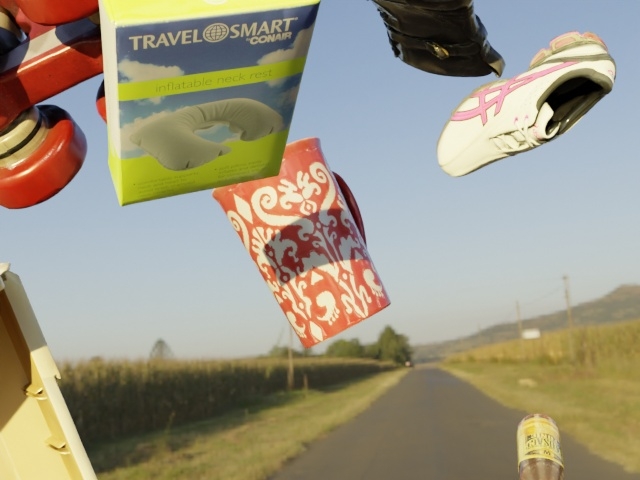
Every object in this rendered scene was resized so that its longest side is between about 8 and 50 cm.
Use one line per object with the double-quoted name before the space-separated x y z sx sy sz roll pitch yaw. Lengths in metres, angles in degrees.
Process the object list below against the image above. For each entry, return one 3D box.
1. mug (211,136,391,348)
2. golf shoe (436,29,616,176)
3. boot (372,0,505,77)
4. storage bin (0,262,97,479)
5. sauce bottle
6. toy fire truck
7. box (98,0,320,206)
"mug" 0.002 -0.002 0.797 0.150 0.169 0.113 -25 -5 -28
"golf shoe" 0.180 -0.114 0.773 0.067 0.086 0.186 40 -60 -22
"boot" 0.078 -0.266 0.963 0.263 0.091 0.229 24 -9 19
"storage bin" -0.245 0.178 0.477 0.260 0.262 0.123 -27 14 -33
"sauce bottle" 0.198 0.203 0.759 0.042 0.042 0.128 -7 19 12
"toy fire truck" -0.244 -0.191 0.750 0.302 0.254 0.169 -25 -44 5
"box" -0.065 -0.092 0.475 0.109 0.042 0.178 -13 -27 -18
